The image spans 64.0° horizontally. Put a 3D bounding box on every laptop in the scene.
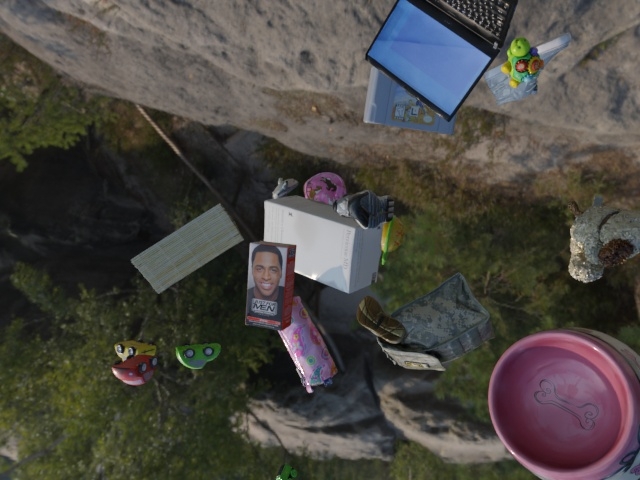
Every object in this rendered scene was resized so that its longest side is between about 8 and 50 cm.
[{"bbox_3d":[0.200,-0.390,0.917,0.234,0.136,0.264,42,172,17],"label":"laptop"}]

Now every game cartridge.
[{"bbox_3d":[0.291,-0.446,1.592,0.297,0.062,0.198,5,108,-10],"label":"game cartridge"}]

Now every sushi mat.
[{"bbox_3d":[-0.395,0.026,1.546,0.316,0.019,0.151,-33,124,-4],"label":"sushi mat"}]

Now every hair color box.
[{"bbox_3d":[-0.084,0.075,0.863,0.071,0.141,0.043,6,-173,19],"label":"hair color box"}]

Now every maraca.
[{"bbox_3d":[0.254,-0.003,1.897,0.099,0.127,0.186,15,105,16],"label":"maraca"}]

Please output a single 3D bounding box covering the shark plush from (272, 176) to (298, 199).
[{"bbox_3d":[-0.152,-0.180,2.059,0.067,0.161,0.073,31,173,-35],"label":"shark plush"}]

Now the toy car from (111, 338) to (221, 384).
[{"bbox_3d":[-0.327,0.257,1.106,0.224,0.053,0.239,-1,-177,-21],"label":"toy car"}]

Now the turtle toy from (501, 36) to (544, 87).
[{"bbox_3d":[0.495,-0.439,1.247,0.130,0.095,0.066,40,177,-35],"label":"turtle toy"}]

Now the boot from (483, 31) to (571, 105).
[{"bbox_3d":[0.611,-0.487,1.481,0.258,0.095,0.123,-18,104,48],"label":"boot"}]

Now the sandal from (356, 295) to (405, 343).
[{"bbox_3d":[0.152,0.203,1.274,0.049,0.072,0.180,40,177,-40],"label":"sandal"}]

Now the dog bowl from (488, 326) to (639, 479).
[{"bbox_3d":[0.603,0.401,1.262,0.407,0.408,0.150,-24,146,35],"label":"dog bowl"}]

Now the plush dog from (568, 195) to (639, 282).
[{"bbox_3d":[0.786,-0.024,1.362,0.211,0.262,0.225,57,171,-10],"label":"plush dog"}]

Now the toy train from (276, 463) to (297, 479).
[{"bbox_3d":[-0.054,0.317,0.635,0.023,0.083,0.017,38,132,-8],"label":"toy train"}]

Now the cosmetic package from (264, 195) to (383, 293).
[{"bbox_3d":[0.000,0.000,1.635,0.384,0.156,0.217,17,112,40],"label":"cosmetic package"}]

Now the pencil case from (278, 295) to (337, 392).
[{"bbox_3d":[-0.055,0.316,1.580,0.124,0.124,0.284,-30,85,39],"label":"pencil case"}]

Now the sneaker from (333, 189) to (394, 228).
[{"bbox_3d":[0.077,-0.073,1.193,0.132,0.086,0.228,6,-177,26],"label":"sneaker"}]

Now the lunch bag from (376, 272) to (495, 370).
[{"bbox_3d":[0.303,0.248,1.372,0.287,0.169,0.235,-31,149,6],"label":"lunch bag"}]

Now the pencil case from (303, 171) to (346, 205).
[{"bbox_3d":[0.051,-0.129,2.051,0.167,0.160,0.386,-25,157,5],"label":"pencil case"}]
